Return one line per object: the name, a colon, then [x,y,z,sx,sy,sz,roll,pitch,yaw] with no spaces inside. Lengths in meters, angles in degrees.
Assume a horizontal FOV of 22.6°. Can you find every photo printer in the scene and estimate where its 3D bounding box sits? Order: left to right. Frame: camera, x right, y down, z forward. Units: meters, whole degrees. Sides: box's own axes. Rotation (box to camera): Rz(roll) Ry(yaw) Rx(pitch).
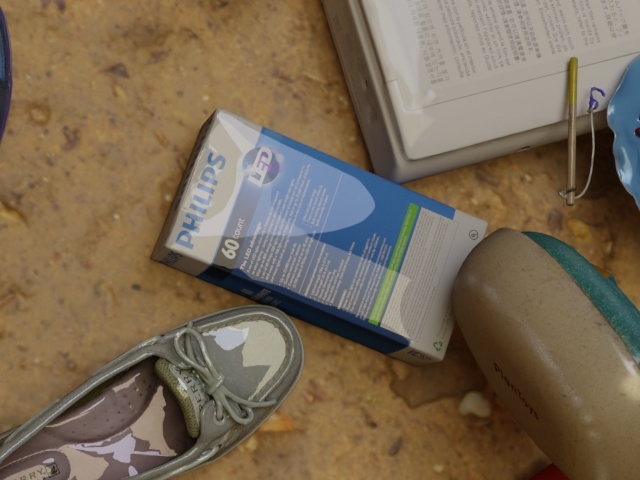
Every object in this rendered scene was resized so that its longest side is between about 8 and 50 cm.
photo printer: [0.165,-0.207,1.451,0.307,0.107,0.256,-16,86,-17]

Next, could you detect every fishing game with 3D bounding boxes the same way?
fishing game: [0.340,-0.091,1.401,0.264,0.041,0.189,11,74,-11]

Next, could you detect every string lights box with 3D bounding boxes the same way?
string lights box: [0.000,0.000,1.389,0.260,0.077,0.133,23,76,-11]

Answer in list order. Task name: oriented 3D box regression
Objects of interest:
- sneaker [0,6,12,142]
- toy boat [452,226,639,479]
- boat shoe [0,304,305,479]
sneaker: [-0.314,-0.085,1.233,0.130,0.236,0.323,20,77,-11]
toy boat: [0.224,0.124,1.339,0.148,0.318,0.267,-27,49,-11]
boat shoe: [-0.149,0.149,1.311,0.320,0.103,0.118,-24,88,-17]
